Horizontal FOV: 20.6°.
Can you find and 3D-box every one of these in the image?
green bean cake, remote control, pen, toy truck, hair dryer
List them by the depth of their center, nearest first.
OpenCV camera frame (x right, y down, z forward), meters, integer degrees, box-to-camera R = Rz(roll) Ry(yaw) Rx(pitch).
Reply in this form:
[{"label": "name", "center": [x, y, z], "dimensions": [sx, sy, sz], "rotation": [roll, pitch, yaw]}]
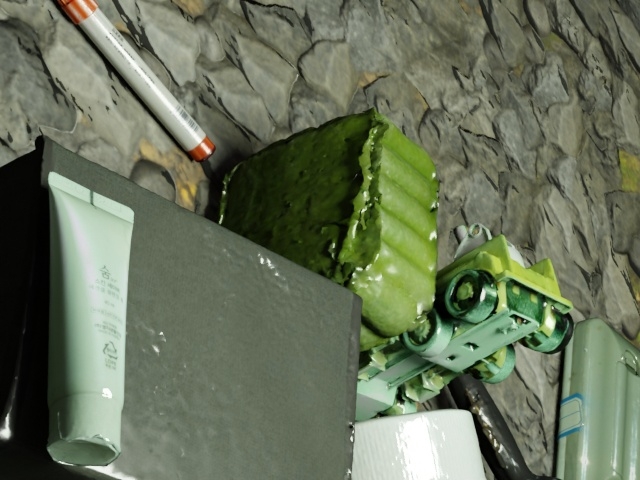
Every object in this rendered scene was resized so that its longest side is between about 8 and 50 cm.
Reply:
[{"label": "green bean cake", "center": [0.000, 0.000, 1.605], "dimensions": [0.113, 0.200, 0.214], "rotation": [40, 41, -42]}, {"label": "pen", "center": [-0.178, -0.165, 1.610], "dimensions": [0.239, 0.028, 0.028], "rotation": [50, 42, -22]}, {"label": "toy truck", "center": [0.099, 0.077, 1.647], "dimensions": [0.128, 0.259, 0.135], "rotation": [24, 40, -41]}, {"label": "hair dryer", "center": [0.157, 0.185, 1.751], "dimensions": [0.359, 0.120, 0.303], "rotation": [61, 8, 17]}, {"label": "remote control", "center": [0.320, 0.250, 1.967], "dimensions": [0.128, 0.065, 0.335], "rotation": [38, 47, -36]}]

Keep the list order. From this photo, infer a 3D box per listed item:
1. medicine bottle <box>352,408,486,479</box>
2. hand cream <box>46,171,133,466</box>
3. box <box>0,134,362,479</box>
[{"label": "medicine bottle", "center": [0.082, 0.321, 1.553], "dimensions": [0.190, 0.190, 0.332], "rotation": [-3, 75, -50]}, {"label": "hand cream", "center": [-0.157, 0.051, 1.187], "dimensions": [0.078, 0.050, 0.205], "rotation": [26, 49, -38]}, {"label": "box", "center": [-0.158, 0.118, 1.357], "dimensions": [0.345, 0.204, 0.251], "rotation": [29, 52, -38]}]
